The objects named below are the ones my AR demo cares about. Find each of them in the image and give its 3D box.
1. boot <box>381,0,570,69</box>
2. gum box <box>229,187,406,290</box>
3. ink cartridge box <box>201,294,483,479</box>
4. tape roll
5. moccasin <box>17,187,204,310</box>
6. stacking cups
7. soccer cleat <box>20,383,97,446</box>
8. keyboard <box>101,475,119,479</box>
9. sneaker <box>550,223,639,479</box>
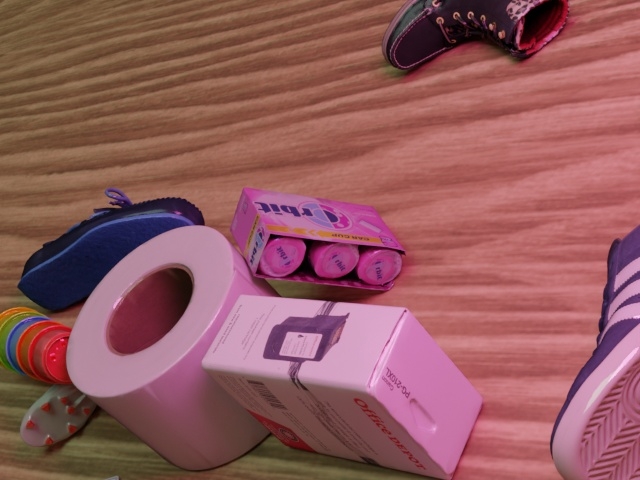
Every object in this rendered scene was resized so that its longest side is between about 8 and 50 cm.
[{"bbox_3d":[0.205,-0.289,1.596,0.236,0.085,0.178,-37,38,5],"label":"boot"},{"bbox_3d":[0.000,0.000,1.410,0.107,0.188,0.062,57,133,52],"label":"gum box"},{"bbox_3d":[0.023,0.148,1.230,0.237,0.172,0.100,2,54,43],"label":"ink cartridge box"},{"bbox_3d":[-0.156,0.127,1.418,0.246,0.169,0.246,-24,39,21],"label":"tape roll"},{"bbox_3d":[-0.311,-0.007,1.729,0.342,0.137,0.116,-16,38,29],"label":"moccasin"},{"bbox_3d":[-0.365,0.147,1.585,0.096,0.096,0.316,-53,22,-16],"label":"stacking cups"},{"bbox_3d":[-0.322,0.198,1.592,0.196,0.068,0.076,-45,18,-4],"label":"soccer cleat"},{"bbox_3d":[-0.281,0.391,1.389,0.072,0.014,0.256,-24,39,22],"label":"keyboard"},{"bbox_3d":[0.303,0.077,1.105,0.350,0.131,0.148,-47,29,-18],"label":"sneaker"}]
